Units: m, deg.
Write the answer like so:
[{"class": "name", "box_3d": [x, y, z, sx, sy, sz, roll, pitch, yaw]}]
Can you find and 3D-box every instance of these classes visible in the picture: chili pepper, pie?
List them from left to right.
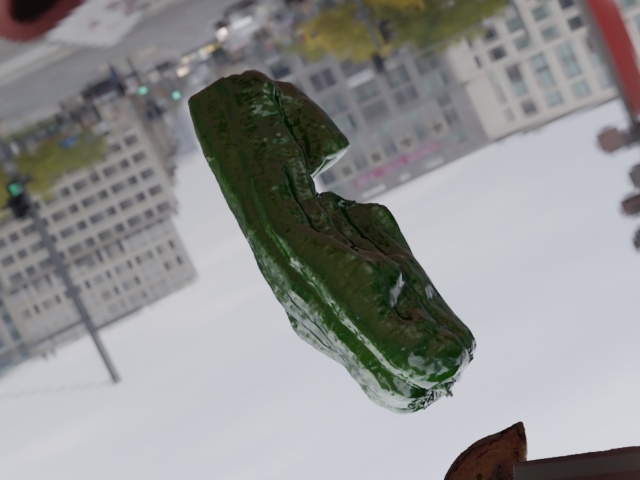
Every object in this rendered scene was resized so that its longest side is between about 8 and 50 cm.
[{"class": "chili pepper", "box_3d": [0.001, 0.000, 0.937, 0.099, 0.253, 0.083, -12, 152, -46]}, {"class": "pie", "box_3d": [0.121, 0.219, 1.075, 0.088, 0.033, 0.191, -30, -138, 22]}]

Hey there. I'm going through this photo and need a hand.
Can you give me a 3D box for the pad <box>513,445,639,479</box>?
[{"class": "pad", "box_3d": [0.204, 0.260, 0.863, 0.202, 0.299, 0.005, -13, 152, 30]}]
